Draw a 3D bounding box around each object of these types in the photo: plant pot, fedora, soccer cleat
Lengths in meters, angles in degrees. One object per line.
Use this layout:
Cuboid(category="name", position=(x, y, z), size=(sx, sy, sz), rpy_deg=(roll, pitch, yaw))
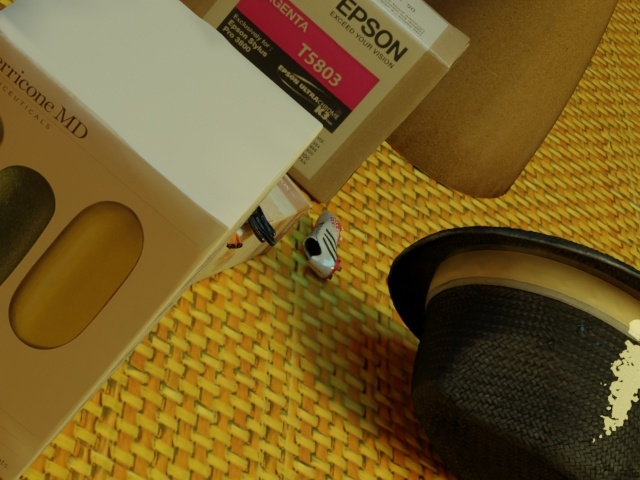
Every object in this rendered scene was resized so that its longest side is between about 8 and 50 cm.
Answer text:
Cuboid(category="plant pot", position=(0.191, -0.213, 2.003), size=(0.237, 0.254, 0.237), rpy_deg=(31, 32, -22))
Cuboid(category="fedora", position=(0.189, 0.135, 1.586), size=(0.334, 0.334, 0.152), rpy_deg=(34, 60, -15))
Cuboid(category="soccer cleat", position=(0.000, 0.000, 1.713), size=(0.035, 0.029, 0.083), rpy_deg=(32, 35, -27))

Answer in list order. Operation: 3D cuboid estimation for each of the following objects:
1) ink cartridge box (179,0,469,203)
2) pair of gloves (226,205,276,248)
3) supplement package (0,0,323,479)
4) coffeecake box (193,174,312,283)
Cuboid(category="ink cartridge box", position=(-0.014, -0.183, 1.769), size=(0.235, 0.193, 0.088), rpy_deg=(41, 28, -2))
Cuboid(category="pair of gloves", position=(-0.072, -0.023, 1.532), size=(0.083, 0.010, 0.074), rpy_deg=(-1, 52, -56))
Cuboid(category="supplement package", position=(-0.174, -0.022, 1.280), size=(0.199, 0.262, 0.198), rpy_deg=(41, 29, -2))
Cuboid(category="coffeecake box", position=(-0.113, -0.044, 1.588), size=(0.142, 0.068, 0.185), rpy_deg=(50, 30, 10))
